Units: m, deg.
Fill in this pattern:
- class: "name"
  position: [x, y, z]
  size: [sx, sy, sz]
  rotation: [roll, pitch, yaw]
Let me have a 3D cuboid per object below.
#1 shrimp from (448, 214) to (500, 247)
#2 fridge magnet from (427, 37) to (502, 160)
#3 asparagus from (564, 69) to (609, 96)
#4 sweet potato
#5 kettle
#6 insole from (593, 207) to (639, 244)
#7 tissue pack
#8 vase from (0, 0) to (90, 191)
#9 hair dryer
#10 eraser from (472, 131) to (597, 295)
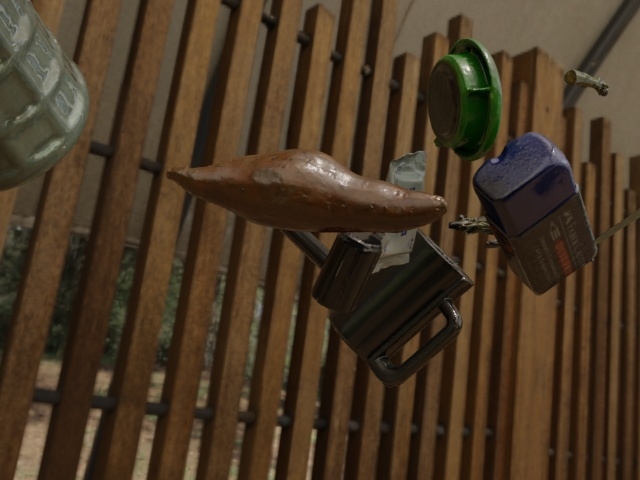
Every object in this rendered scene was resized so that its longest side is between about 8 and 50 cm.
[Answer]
- class: "shrimp"
  position: [0.406, -0.020, 1.528]
  size: [0.217, 0.051, 0.150]
  rotation: [2, 26, 12]
- class: "fridge magnet"
  position: [0.245, -0.239, 1.130]
  size: [0.088, 0.207, 0.208]
  rotation: [-6, -11, -12]
- class: "asparagus"
  position: [0.435, -0.252, 1.062]
  size: [0.025, 0.024, 0.249]
  rotation: [1, 7, 34]
- class: "sweet potato"
  position: [-0.021, -0.064, 0.858]
  size: [0.360, 0.112, 0.112]
  rotation: [8, -13, 0]
- class: "kettle"
  position: [0.205, 0.157, 1.559]
  size: [0.262, 0.308, 0.203]
  rotation: [47, 10, 16]
- class: "insole"
  position: [0.495, -0.040, 1.035]
  size: [0.153, 0.002, 0.053]
  rotation: [-39, -28, 20]
- class: "tissue pack"
  position: [0.126, -0.046, 1.054]
  size: [0.026, 0.192, 0.123]
  rotation: [20, 19, 32]
- class: "vase"
  position: [-0.196, -0.145, 0.263]
  size: [0.143, 0.143, 0.298]
  rotation: [6, -30, 7]
- class: "hair dryer"
  position: [0.000, 0.002, 1.037]
  size: [0.071, 0.114, 0.248]
  rotation: [12, 21, -36]
- class: "eraser"
  position: [0.385, -0.038, 1.162]
  size: [0.155, 0.101, 0.332]
  rotation: [-37, -43, 3]
